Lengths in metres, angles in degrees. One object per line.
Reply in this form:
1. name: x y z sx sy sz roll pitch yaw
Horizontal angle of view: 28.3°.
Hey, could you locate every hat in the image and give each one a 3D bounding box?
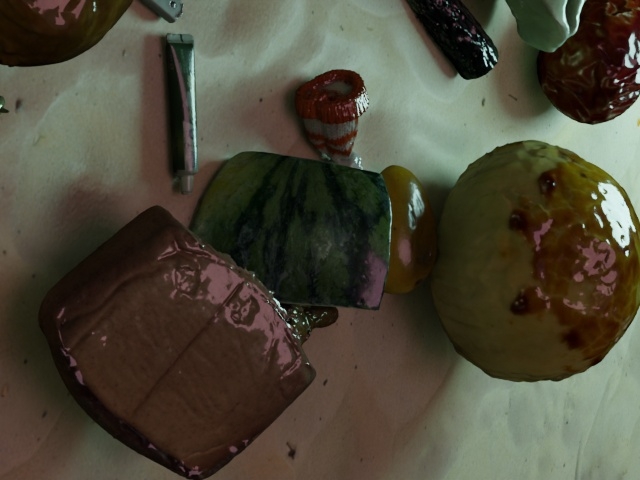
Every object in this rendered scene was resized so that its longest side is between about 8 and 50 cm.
1. hat: 0.023 -0.153 1.813 0.112 0.093 0.162 -34 137 -32

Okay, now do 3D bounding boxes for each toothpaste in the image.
1. toothpaste: -0.173 -0.160 1.608 0.049 0.031 0.204 -9 99 -50

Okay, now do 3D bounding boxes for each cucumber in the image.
1. cucumber: 0.212 -0.350 2.012 0.211 0.062 0.078 48 59 -41

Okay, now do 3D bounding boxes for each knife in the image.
1. knife: -0.224 -0.324 1.537 0.162 0.023 0.044 38 61 -44

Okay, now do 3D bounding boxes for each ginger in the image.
1. ginger: -0.290 -0.286 1.327 0.269 0.200 0.223 4 89 -49

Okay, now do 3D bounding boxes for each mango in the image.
1. mango: 0.116 -0.017 1.911 0.137 0.098 0.195 0 89 -46

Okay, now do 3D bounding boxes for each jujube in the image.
1. jujube: 0.518 -0.351 2.281 0.342 0.216 0.216 -45 126 -44

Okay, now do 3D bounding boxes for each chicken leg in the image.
1. chicken leg: -0.035 0.114 1.768 0.198 0.085 0.069 -5 110 -57

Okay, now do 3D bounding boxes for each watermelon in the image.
1. watermelon: -0.025 0.008 1.690 0.201 0.261 0.213 54 46 -72

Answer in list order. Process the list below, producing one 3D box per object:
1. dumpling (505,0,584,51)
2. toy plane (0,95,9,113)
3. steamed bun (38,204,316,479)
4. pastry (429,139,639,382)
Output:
1. dumpling: 0.378 -0.483 2.032 0.321 0.212 0.270 -59 165 3
2. toy plane: -0.375 -0.119 1.369 0.111 0.040 0.102 -50 148 -31
3. steamed bun: -0.178 0.114 1.503 0.251 0.199 0.301 -42 111 -5
4. pastry: 0.354 0.036 2.007 0.388 0.312 0.388 -14 107 -60
